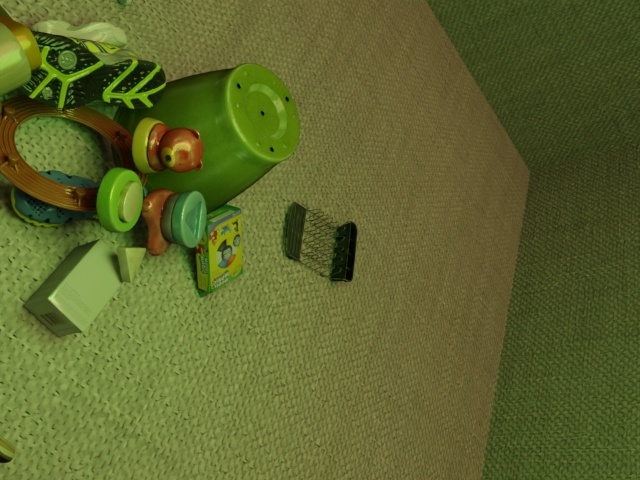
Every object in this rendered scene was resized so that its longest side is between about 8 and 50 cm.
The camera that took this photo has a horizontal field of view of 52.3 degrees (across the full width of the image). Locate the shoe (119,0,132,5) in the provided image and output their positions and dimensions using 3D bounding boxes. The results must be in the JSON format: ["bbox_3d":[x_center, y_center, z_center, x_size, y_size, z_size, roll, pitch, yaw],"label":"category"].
[{"bbox_3d":[-0.490,-0.686,1.670,0.081,0.063,0.178,-12,84,-46],"label":"shoe"}]

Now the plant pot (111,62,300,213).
[{"bbox_3d":[-0.250,-0.256,1.590,0.366,0.353,0.366,19,64,-46],"label":"plant pot"}]

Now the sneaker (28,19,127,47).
[{"bbox_3d":[-0.552,-0.443,1.514,0.232,0.090,0.115,-17,98,-42],"label":"sneaker"}]

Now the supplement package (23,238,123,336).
[{"bbox_3d":[-0.504,0.099,1.367,0.105,0.105,0.179,52,45,-25],"label":"supplement package"}]

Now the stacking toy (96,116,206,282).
[{"bbox_3d":[-0.328,-0.074,1.384,0.279,0.130,0.309,-67,160,-47],"label":"stacking toy"}]

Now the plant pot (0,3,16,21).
[{"bbox_3d":[-0.677,-0.402,1.327,0.109,0.096,0.109,52,44,-24],"label":"plant pot"}]

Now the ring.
[{"bbox_3d":[-0.524,-0.195,1.374,0.337,0.032,0.336,23,38,-20],"label":"ring"}]

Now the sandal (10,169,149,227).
[{"bbox_3d":[-0.500,-0.095,1.411,0.317,0.138,0.126,-2,82,-49],"label":"sandal"}]

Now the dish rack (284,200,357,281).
[{"bbox_3d":[0.000,0.000,2.031,0.271,0.074,0.208,30,55,-41],"label":"dish rack"}]

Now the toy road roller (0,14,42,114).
[{"bbox_3d":[-0.648,-0.276,1.161,0.202,0.329,0.240,-43,144,-36],"label":"toy road roller"}]

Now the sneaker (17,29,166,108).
[{"bbox_3d":[-0.524,-0.364,1.392,0.385,0.147,0.145,2,116,-53],"label":"sneaker"}]

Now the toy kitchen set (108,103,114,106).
[{"bbox_3d":[-0.484,-0.381,1.569,0.068,0.075,0.083,53,39,-24],"label":"toy kitchen set"}]

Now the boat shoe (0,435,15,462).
[{"bbox_3d":[-0.627,0.332,1.178,0.190,0.068,0.072,47,35,-30],"label":"boat shoe"}]

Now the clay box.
[{"bbox_3d":[-0.255,0.034,1.655,0.127,0.053,0.222,-35,134,-48],"label":"clay box"}]
